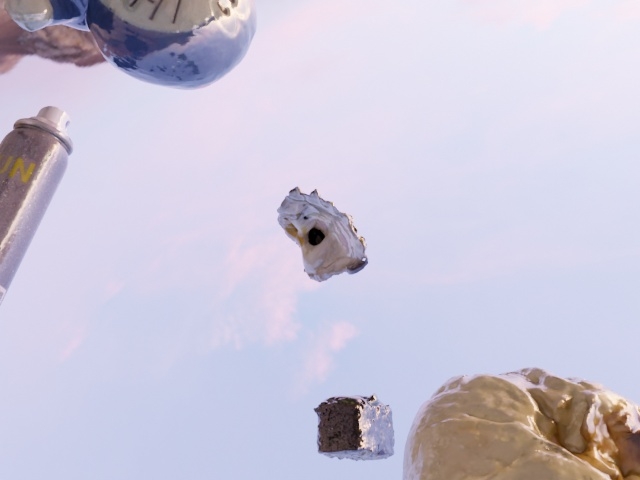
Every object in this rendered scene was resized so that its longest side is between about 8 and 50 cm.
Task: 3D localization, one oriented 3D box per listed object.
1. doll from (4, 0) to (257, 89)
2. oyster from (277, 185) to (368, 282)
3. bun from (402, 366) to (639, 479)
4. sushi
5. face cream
[{"bbox_3d":[-0.190,-0.253,0.619,0.154,0.258,0.228,120,-6,-57],"label":"doll"},{"bbox_3d":[0.000,0.000,0.606,0.045,0.146,0.121,-27,-130,-20],"label":"oyster"},{"bbox_3d":[0.154,0.148,0.349,0.127,0.222,0.222,-58,-158,24],"label":"bun"},{"bbox_3d":[0.072,0.380,1.278,0.124,0.225,0.127,-13,-114,24],"label":"sushi"},{"bbox_3d":[-0.340,-0.022,0.669,0.073,0.073,0.283,-3,-120,34],"label":"face cream"}]
